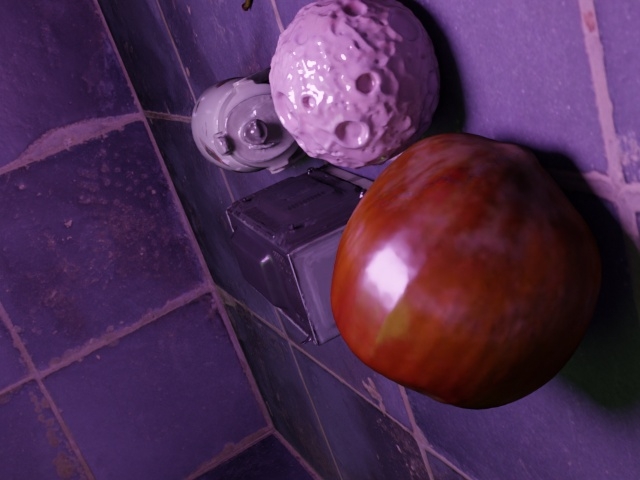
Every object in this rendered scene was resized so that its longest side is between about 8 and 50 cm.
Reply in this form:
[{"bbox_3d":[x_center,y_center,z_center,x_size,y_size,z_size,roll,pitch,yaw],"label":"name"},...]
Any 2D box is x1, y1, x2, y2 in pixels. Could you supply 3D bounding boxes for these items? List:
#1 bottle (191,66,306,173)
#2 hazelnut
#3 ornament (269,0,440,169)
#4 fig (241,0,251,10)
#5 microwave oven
[{"bbox_3d":[-0.135,-0.244,1.521,0.229,0.229,0.351,68,166,-14],"label":"bottle"},{"bbox_3d":[0.182,0.045,0.991,0.366,0.365,0.366,51,157,31],"label":"hazelnut"},{"bbox_3d":[0.044,-0.230,1.089,0.259,0.225,0.259,50,156,33],"label":"ornament"},{"bbox_3d":[-0.180,-0.539,1.464,0.124,0.124,0.236,48,174,36],"label":"fig"},{"bbox_3d":[0.000,0.000,1.421,0.355,0.286,0.219,33,144,62],"label":"microwave oven"}]
